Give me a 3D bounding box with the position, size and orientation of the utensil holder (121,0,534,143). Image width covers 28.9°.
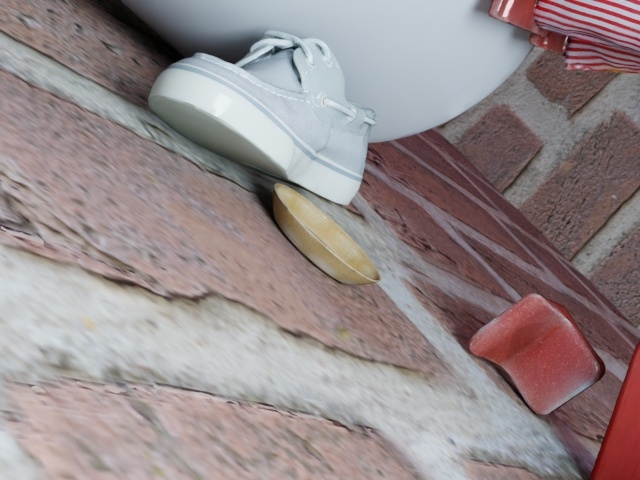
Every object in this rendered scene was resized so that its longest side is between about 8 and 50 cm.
[{"bbox_3d":[-0.022,-0.265,0.776,0.327,0.327,0.385,48,3,23],"label":"utensil holder"}]

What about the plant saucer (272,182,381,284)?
[{"bbox_3d":[0.000,0.000,0.721,0.083,0.015,0.083,41,10,-9],"label":"plant saucer"}]

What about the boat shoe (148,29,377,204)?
[{"bbox_3d":[-0.024,-0.080,0.712,0.079,0.081,0.227,21,0,21],"label":"boat shoe"}]

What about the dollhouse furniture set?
[{"bbox_3d":[0.195,-0.031,0.769,0.201,0.374,0.152,21,7,28],"label":"dollhouse furniture set"}]
